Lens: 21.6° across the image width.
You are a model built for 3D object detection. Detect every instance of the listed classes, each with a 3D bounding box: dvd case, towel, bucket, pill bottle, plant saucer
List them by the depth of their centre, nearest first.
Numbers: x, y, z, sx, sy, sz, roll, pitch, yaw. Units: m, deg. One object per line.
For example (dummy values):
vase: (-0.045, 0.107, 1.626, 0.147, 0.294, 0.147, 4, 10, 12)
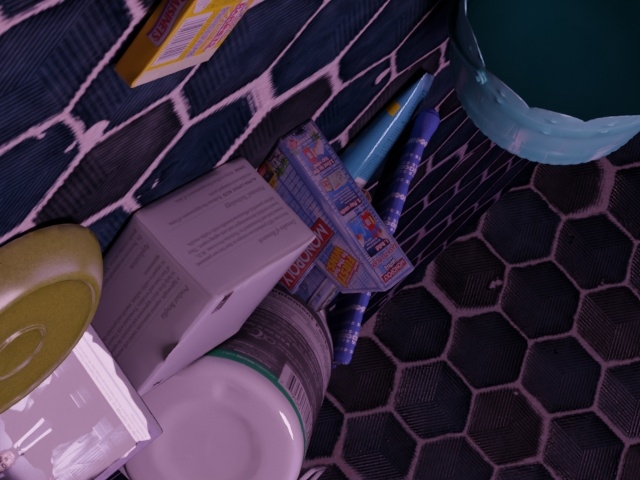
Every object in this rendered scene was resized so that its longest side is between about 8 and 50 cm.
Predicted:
plant saucer: (-0.273, 0.087, 1.449, 0.241, 0.037, 0.241, -40, 161, -16)
dvd case: (-0.288, 0.189, 1.595, 0.239, 0.179, 0.029, -39, -152, -18)
bucket: (0.267, -0.221, 1.778, 0.281, 0.281, 0.183, -41, 172, -16)
pill bottle: (-0.095, 0.159, 1.938, 0.204, 0.204, 0.361, -46, -172, 20)
towel: (0.075, 0.004, 2.136, 0.243, 0.040, 0.336, 134, -24, -82)

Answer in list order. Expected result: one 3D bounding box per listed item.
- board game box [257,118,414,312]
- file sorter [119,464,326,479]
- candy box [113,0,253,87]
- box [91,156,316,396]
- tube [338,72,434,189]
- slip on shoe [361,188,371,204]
board game box: (0.000, 0.000, 1.851, 0.060, 0.194, 0.194, -35, 168, -41)
file sorter: (-0.153, 0.272, 2.218, 0.173, 0.278, 0.193, -47, 171, 0)
candy box: (-0.062, -0.196, 1.201, 0.206, 0.027, 0.105, -48, 172, 33)
box: (-0.132, 0.037, 1.688, 0.182, 0.119, 0.181, -32, 166, -50)
tube: (0.071, -0.124, 2.070, 0.207, 0.052, 0.080, -50, 179, 9)
slip on shoe: (0.016, -0.026, 2.305, 0.041, 0.051, 0.135, 8, -134, 47)
